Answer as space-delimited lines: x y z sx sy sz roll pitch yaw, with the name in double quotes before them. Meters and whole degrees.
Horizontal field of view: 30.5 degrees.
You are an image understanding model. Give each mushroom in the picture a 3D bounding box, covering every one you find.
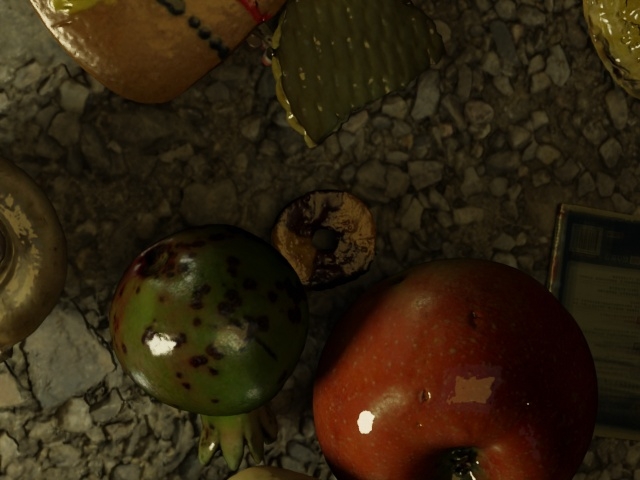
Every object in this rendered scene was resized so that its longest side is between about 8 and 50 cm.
"mushroom" -0.400 0.019 1.307 0.255 0.184 0.255 5 78 -25

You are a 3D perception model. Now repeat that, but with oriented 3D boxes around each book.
"book" 0.416 0.121 1.679 0.228 0.018 0.322 9 89 -18

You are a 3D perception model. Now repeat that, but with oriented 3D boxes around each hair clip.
"hair clip" -0.059 -0.247 1.482 0.214 0.056 0.062 41 52 -22

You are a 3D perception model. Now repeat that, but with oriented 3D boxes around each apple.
"apple" 0.164 0.195 1.434 0.348 0.277 0.348 0 121 1

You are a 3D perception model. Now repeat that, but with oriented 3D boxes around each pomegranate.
"pomegranate" -0.111 0.132 1.379 0.242 0.242 0.306 -28 101 -16

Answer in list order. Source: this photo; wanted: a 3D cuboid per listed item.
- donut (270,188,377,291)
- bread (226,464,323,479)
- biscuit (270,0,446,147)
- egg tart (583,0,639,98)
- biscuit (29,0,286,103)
"donut" 0.000 0.000 1.507 0.140 0.059 0.140 -1 93 -18
"bread" -0.055 0.474 1.320 0.348 0.253 0.376 37 57 -13
"biscuit" 0.032 -0.250 1.486 0.273 0.036 0.187 -33 100 -33
"egg tart" 0.530 -0.343 1.638 0.341 0.132 0.341 -1 93 -18
"biscuit" -0.197 -0.314 1.388 0.277 0.052 0.262 -38 103 3
